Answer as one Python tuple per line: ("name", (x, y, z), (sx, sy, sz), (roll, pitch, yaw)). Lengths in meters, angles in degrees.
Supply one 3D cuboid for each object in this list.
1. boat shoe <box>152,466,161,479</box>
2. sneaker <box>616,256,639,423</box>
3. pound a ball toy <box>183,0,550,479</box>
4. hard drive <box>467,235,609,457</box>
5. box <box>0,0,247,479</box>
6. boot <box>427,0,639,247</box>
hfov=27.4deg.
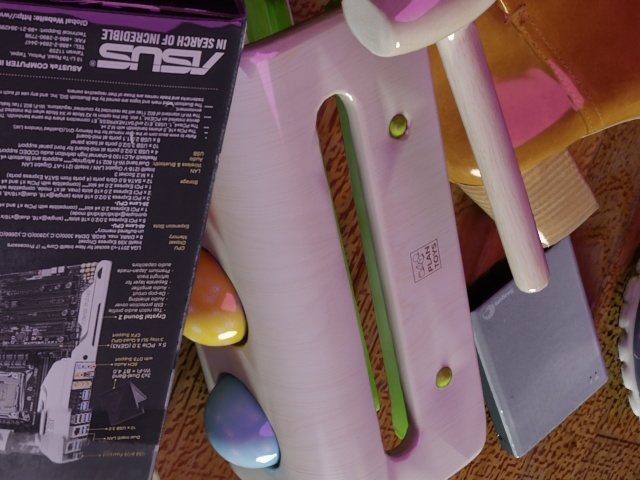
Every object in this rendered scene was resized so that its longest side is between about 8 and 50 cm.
("boat shoe", (-0.115, 0.192, 0.702), (0.068, 0.072, 0.190), (-11, 114, -34))
("sneaker", (0.290, 0.020, 0.918), (0.107, 0.110, 0.275), (5, 105, -39))
("pound a ball toy", (0.000, 0.000, 0.624), (0.136, 0.208, 0.319), (-29, 123, -26))
("hard drive", (0.143, 0.068, 0.882), (0.094, 0.022, 0.135), (-37, 126, -20))
("box", (-0.197, -0.001, 0.462), (0.307, 0.076, 0.242), (2, 125, -19))
("boot", (0.161, -0.152, 0.756), (0.295, 0.104, 0.211), (-46, 129, -8))
